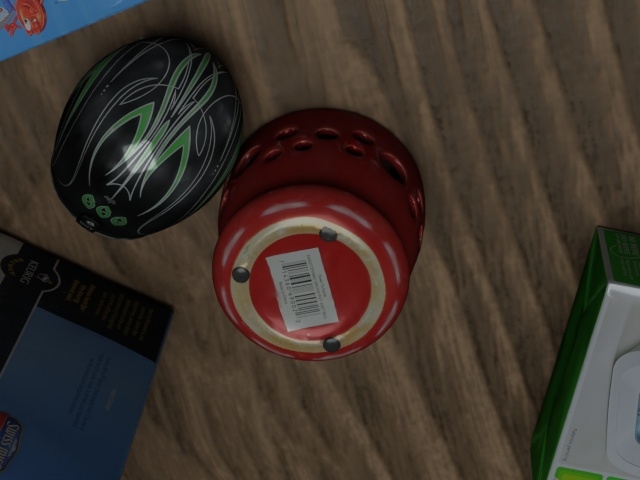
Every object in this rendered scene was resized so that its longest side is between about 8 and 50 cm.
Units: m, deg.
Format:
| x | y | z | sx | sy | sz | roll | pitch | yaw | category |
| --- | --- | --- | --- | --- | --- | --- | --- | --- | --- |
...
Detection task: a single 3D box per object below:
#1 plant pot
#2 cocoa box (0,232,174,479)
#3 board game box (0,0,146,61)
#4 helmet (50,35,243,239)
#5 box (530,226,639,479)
| x | y | z | sx | sy | sz | roll | pitch | yaw | category |
| --- | --- | --- | --- | --- | --- | --- | --- | --- | --- |
| 0.000 | 0.000 | 1.208 | 0.191 | 0.174 | 0.191 | 1 | 118 | 2 | plant pot |
| -0.299 | 0.189 | 1.232 | 0.228 | 0.347 | 0.231 | 24 | 117 | -8 | cocoa box |
| -0.168 | -0.243 | 1.019 | 0.308 | 0.302 | 0.086 | -19 | 114 | 15 | board game box |
| -0.147 | -0.094 | 1.185 | 0.169 | 0.169 | 0.161 | 36 | 132 | -13 | helmet |
| 0.342 | 0.144 | 1.281 | 0.231 | 0.127 | 0.262 | 13 | 117 | 0 | box |
